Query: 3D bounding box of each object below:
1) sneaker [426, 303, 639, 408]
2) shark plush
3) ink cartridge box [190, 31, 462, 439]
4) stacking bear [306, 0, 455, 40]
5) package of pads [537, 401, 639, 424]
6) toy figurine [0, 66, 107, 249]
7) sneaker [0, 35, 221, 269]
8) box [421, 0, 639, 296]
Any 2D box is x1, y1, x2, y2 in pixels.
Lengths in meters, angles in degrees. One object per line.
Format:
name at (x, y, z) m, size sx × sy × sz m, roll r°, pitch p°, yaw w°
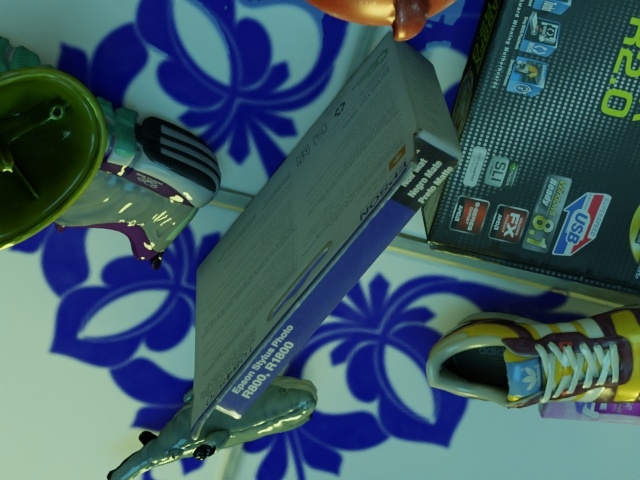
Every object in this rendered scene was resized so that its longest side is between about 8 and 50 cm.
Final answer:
sneaker at (0.162, 0.084, 1.265) m, size 0.185 × 0.084 × 0.069 m, roll -5°, pitch 102°, yaw 26°
shark plush at (-0.078, 0.125, 1.319) m, size 0.161 × 0.067 × 0.073 m, roll -15°, pitch 115°, yaw 5°
ink cartridge box at (0.000, 0.000, 1.177) m, size 0.045 × 0.224 × 0.223 m, roll 34°, pitch 110°, yaw -16°
stacking bear at (0.028, -0.202, 1.045) m, size 0.164 × 0.289 × 0.175 m, roll 5°, pitch 115°, yaw -4°
package of pads at (0.196, 0.102, 1.337) m, size 0.083 × 0.032 × 0.050 m, roll 5°, pitch 117°, yaw -5°
toy figurine at (-0.309, -0.004, 1.188) m, size 0.362 × 0.217 × 0.191 m, roll -43°, pitch 97°, yaw -2°
sneaker at (-0.180, -0.054, 1.225) m, size 0.223 × 0.083 × 0.098 m, roll 27°, pitch 116°, yaw -15°
box at (0.204, -0.100, 1.227) m, size 0.216 × 0.060 × 0.270 m, roll 13°, pitch 114°, yaw -8°
